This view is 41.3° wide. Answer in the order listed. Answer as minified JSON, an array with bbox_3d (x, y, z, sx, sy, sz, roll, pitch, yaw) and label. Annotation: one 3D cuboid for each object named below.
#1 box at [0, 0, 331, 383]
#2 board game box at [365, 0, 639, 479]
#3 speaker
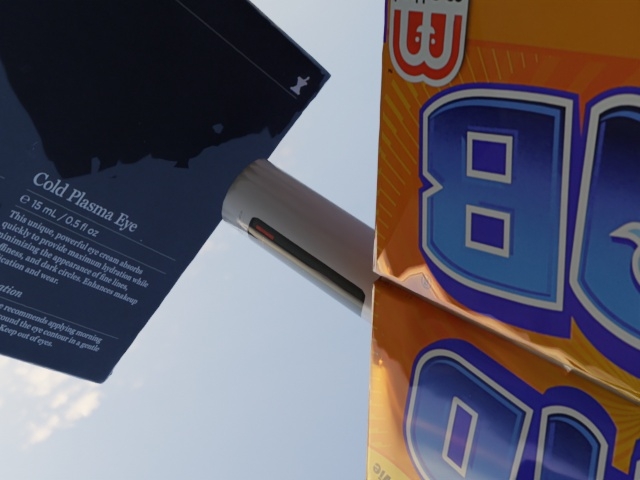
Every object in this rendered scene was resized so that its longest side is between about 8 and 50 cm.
[{"bbox_3d":[-0.223,-0.106,0.600,0.313,0.343,0.179,-52,-131,5],"label":"box"},{"bbox_3d":[0.271,0.036,0.429,0.356,0.357,0.356,-12,-158,-34],"label":"board game box"},{"bbox_3d":[0.000,0.000,0.571,0.136,0.055,0.055,34,-111,19],"label":"speaker"}]
